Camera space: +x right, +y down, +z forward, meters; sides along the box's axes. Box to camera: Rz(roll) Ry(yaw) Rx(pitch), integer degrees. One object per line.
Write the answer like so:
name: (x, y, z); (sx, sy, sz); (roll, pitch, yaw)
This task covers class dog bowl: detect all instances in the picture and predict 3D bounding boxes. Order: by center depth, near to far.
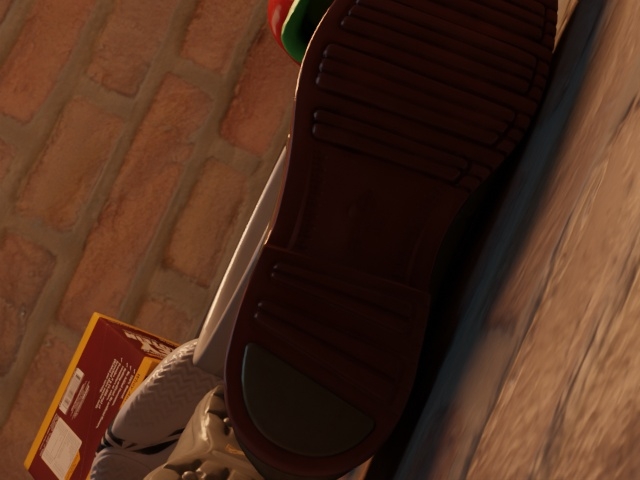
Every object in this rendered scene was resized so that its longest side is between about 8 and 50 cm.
dog bowl: (0.000, 0.000, 1.521); (0.265, 0.104, 0.265); (-63, 5, 11)

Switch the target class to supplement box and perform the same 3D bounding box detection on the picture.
supplement box: (-0.196, 0.206, 2.046); (0.191, 0.129, 0.194); (-65, 28, 2)

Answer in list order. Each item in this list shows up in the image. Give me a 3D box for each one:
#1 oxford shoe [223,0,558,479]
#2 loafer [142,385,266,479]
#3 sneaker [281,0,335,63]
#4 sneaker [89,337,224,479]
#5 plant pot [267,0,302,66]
oxford shoe: (0.034, -0.033, 1.188); (0.146, 0.140, 0.397); (108, -173, -71)
loafer: (-0.085, 0.210, 1.428); (0.319, 0.112, 0.111); (-56, -13, -73)
sneaker: (0.078, -0.219, 1.465); (0.295, 0.109, 0.123); (-41, 6, 40)
sneaker: (-0.155, 0.237, 1.767); (0.210, 0.137, 0.365); (-102, 34, -77)
plant pot: (0.049, -0.234, 1.687); (0.191, 0.191, 0.174); (124, 163, -61)
